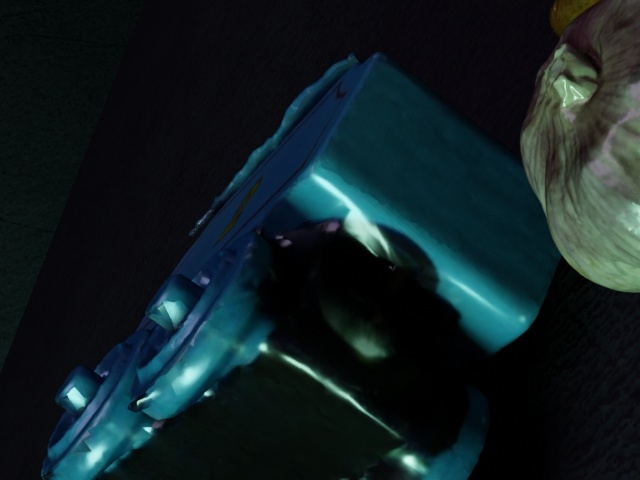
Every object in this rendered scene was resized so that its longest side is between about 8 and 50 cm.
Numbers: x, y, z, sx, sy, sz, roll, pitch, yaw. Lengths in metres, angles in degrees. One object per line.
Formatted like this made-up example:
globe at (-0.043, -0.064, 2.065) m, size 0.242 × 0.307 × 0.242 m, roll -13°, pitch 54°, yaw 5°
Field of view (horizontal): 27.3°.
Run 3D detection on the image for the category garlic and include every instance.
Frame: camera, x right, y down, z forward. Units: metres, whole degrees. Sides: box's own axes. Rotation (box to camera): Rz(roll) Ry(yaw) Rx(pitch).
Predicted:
garlic at (0.149, -0.057, 0.589) m, size 0.159 × 0.102 × 0.147 m, roll -68°, pitch 20°, yaw 0°

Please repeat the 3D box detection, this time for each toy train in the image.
toy train at (-0.014, 0.056, 0.762) m, size 0.300 × 0.188 × 0.265 m, roll -42°, pitch 16°, yaw 52°

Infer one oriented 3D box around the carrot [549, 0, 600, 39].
carrot at (0.172, -0.142, 0.707) m, size 0.161 × 0.055 × 0.055 m, roll -19°, pitch 51°, yaw 69°
